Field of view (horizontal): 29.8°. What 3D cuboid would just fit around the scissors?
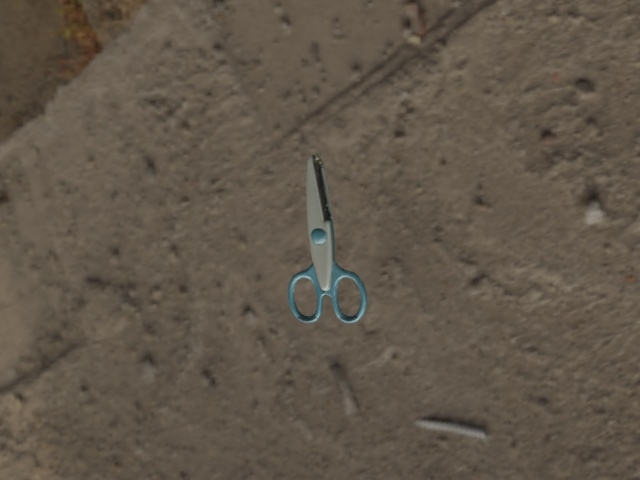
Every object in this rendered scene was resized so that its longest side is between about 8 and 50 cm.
[{"bbox_3d":[0.000,0.000,0.827,0.058,0.014,0.119,-2,102,19],"label":"scissors"}]
